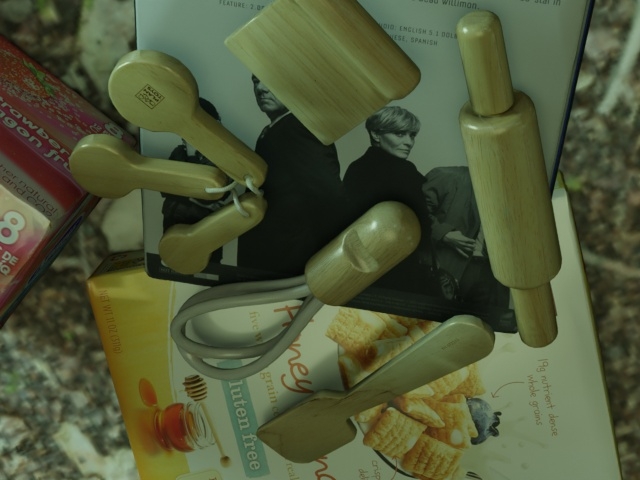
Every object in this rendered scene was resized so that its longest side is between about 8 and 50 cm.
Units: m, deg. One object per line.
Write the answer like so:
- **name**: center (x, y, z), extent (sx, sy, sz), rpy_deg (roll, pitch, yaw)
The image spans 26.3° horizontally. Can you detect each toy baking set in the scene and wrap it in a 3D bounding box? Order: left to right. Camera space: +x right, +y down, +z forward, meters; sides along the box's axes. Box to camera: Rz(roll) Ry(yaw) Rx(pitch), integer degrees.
- **toy baking set**: center (0.006, -0.002, 0.585), extent (0.197, 0.030, 0.256), rpy_deg (-6, 129, 22)

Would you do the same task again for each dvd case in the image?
- **dvd case**: center (0.013, -0.065, 0.563), extent (0.179, 0.029, 0.238), rpy_deg (9, 131, 5)

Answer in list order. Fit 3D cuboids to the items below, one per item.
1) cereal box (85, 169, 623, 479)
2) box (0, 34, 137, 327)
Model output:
- **cereal box**: center (0.020, 0.071, 0.688), extent (0.240, 0.047, 0.173), rpy_deg (-11, 104, 10)
- **box**: center (-0.254, -0.067, 0.622), extent (0.300, 0.154, 0.142), rpy_deg (38, 108, -5)
